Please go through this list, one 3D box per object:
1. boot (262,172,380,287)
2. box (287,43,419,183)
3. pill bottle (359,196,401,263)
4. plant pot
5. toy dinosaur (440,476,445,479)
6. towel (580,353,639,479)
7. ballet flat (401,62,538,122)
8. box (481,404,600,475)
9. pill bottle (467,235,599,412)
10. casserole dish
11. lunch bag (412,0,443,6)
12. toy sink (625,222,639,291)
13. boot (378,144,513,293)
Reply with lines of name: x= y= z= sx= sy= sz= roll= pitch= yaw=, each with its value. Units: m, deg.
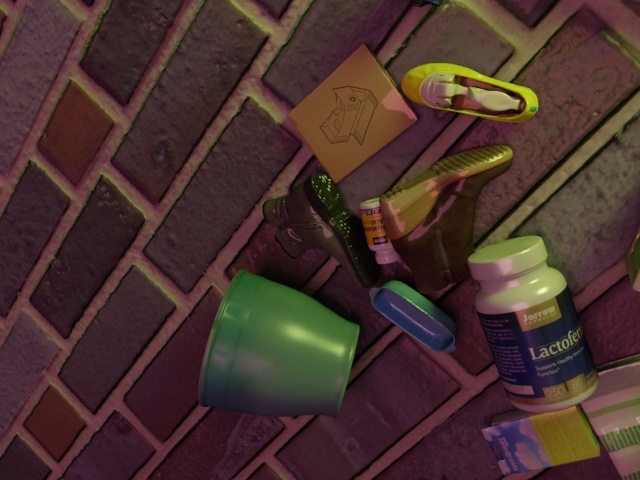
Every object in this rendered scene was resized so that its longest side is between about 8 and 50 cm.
boot: x=0.000 y=0.000 z=1.144 sx=0.161 sy=0.083 sz=0.246 roll=-30 pitch=92 yaw=39
box: x=0.055 y=-0.226 z=1.071 sx=0.201 sy=0.021 sz=0.164 roll=-36 pitch=88 yaw=30
pill bottle: x=0.114 y=-0.019 z=1.083 sx=0.065 sy=0.065 sz=0.116 roll=-10 pitch=101 yaw=25
plant pot: x=-0.066 y=0.220 z=1.131 sx=0.255 sy=0.271 sz=0.271 roll=15 pitch=111 yaw=4
toy dinosaur: x=0.284 y=0.539 z=1.187 sx=0.183 sy=0.053 sz=0.092 roll=42 pitch=132 yaw=15
towel: x=0.609 y=0.337 z=0.988 sx=0.248 sy=0.038 sz=0.324 roll=-27 pitch=93 yaw=28
ballet flat: x=0.237 y=-0.241 z=0.960 sx=0.231 sy=0.077 sz=0.077 roll=17 pitch=114 yaw=18
box: x=0.402 y=0.360 z=1.079 sx=0.178 sy=0.042 sz=0.109 roll=-26 pitch=93 yaw=27
pill bottle: x=0.347 y=0.135 z=0.977 sx=0.153 sy=0.153 sz=0.264 roll=-19 pitch=97 yaw=26
casserole dish: x=0.177 y=0.137 z=1.091 sx=0.188 sy=0.037 sz=0.114 roll=35 pitch=152 yaw=8
lunch bag: x=0.168 y=-0.404 z=0.932 sx=0.067 sy=0.098 sz=0.065 roll=19 pitch=114 yaw=12
toy sink: x=0.544 y=-0.038 z=0.845 sx=0.131 sy=0.153 sz=0.234 roll=19 pitch=112 yaw=18
boot: x=0.242 y=-0.035 z=1.026 sx=0.248 sy=0.090 sz=0.207 roll=-25 pitch=113 yaw=10
